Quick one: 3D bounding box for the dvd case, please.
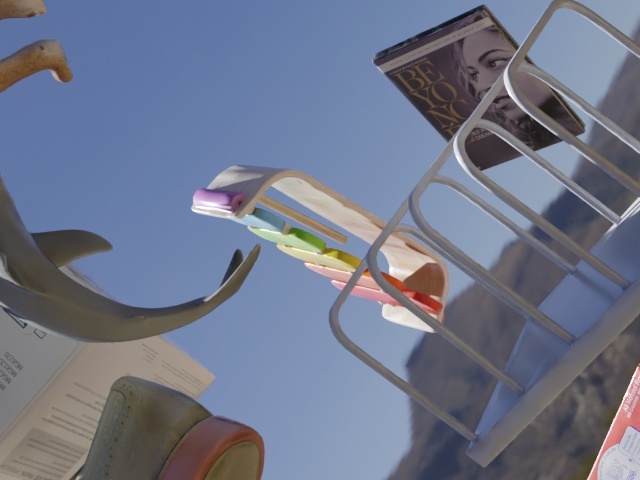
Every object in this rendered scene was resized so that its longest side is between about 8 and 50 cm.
[{"bbox_3d":[0.192,-0.177,1.648,0.221,0.165,0.018,44,-136,-31],"label":"dvd case"}]

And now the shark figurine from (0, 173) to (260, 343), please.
[{"bbox_3d":[-0.193,0.027,1.023,0.116,0.278,0.166,73,-141,-67],"label":"shark figurine"}]

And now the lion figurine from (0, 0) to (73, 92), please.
[{"bbox_3d":[-0.325,-0.154,1.033,0.240,0.142,0.392,-20,-18,-9],"label":"lion figurine"}]

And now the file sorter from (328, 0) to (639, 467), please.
[{"bbox_3d":[0.156,-0.010,1.028,0.277,0.173,0.193,-55,-1,38],"label":"file sorter"}]

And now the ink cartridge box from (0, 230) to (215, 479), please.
[{"bbox_3d":[-0.279,0.170,1.375,0.272,0.130,0.309,-49,-21,-6],"label":"ink cartridge box"}]

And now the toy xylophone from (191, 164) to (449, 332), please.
[{"bbox_3d":[0.000,0.000,1.569,0.081,0.323,0.236,-65,22,-9],"label":"toy xylophone"}]

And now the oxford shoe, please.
[{"bbox_3d":[-0.182,0.304,1.165,0.140,0.147,0.396,11,-74,-62],"label":"oxford shoe"}]

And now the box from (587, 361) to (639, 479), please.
[{"bbox_3d":[0.361,0.154,1.214,0.142,0.154,0.299,-31,-36,-42],"label":"box"}]
